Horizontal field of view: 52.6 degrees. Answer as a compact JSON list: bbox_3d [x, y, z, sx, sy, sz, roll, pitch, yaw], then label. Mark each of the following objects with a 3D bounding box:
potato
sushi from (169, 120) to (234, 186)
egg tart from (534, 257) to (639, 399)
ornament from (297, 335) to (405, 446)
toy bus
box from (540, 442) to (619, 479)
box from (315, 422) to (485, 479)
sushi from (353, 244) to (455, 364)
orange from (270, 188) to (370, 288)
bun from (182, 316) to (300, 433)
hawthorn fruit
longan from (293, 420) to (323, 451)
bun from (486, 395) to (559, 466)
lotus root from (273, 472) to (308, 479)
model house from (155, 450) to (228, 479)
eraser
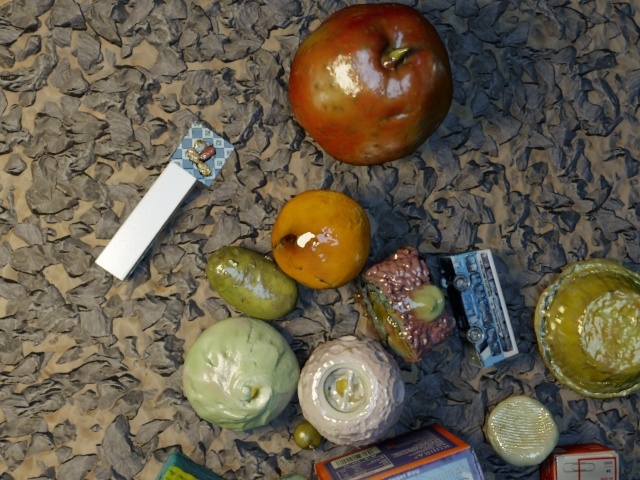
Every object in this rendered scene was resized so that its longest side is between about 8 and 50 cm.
[{"bbox_3d":[-0.163,0.105,1.579,0.251,0.113,0.150,28,76,-15],"label":"potato"},{"bbox_3d":[-0.295,-0.219,1.614,0.120,0.026,0.126,32,82,-6],"label":"sushi"},{"bbox_3d":[0.760,0.233,1.705,0.387,0.169,0.388,0,87,-4],"label":"egg tart"},{"bbox_3d":[0.075,0.356,1.541,0.259,0.225,0.260,-3,76,12],"label":"ornament"},{"bbox_3d":[0.404,0.170,1.674,0.130,0.106,0.298,-15,91,-12],"label":"toy bus"},{"bbox_3d":[0.678,0.610,1.697,0.182,0.099,0.133,1,89,-9],"label":"box"},{"bbox_3d":[0.205,0.659,1.537,0.348,0.257,0.319,-15,88,-10],"label":"box"},{"bbox_3d":[0.214,0.157,1.581,0.170,0.236,0.270,-25,90,-20],"label":"sushi"},{"bbox_3d":[0.000,0.000,1.542,0.245,0.246,0.246,1,87,-10],"label":"orange"},{"bbox_3d":[-0.188,0.318,1.527,0.282,0.179,0.284,1,85,-7],"label":"bun"},{"bbox_3d":[0.135,-0.377,1.517,0.402,0.403,0.403,1,87,-10],"label":"hawthorn fruit"},{"bbox_3d":[-0.029,0.486,1.595,0.075,0.083,0.075,-11,127,-15],"label":"longan"},{"bbox_3d":[0.519,0.496,1.675,0.183,0.102,0.184,-4,56,6],"label":"bun"},{"bbox_3d":[-0.098,0.659,1.564,0.183,0.077,0.204,-33,110,-35],"label":"lotus root"},{"bbox_3d":[-0.283,0.636,1.442,0.237,0.303,0.216,32,76,-6],"label":"model house"},{"bbox_3d":[-0.415,-0.046,1.560,0.078,0.076,0.298,36,82,-6],"label":"eraser"}]
